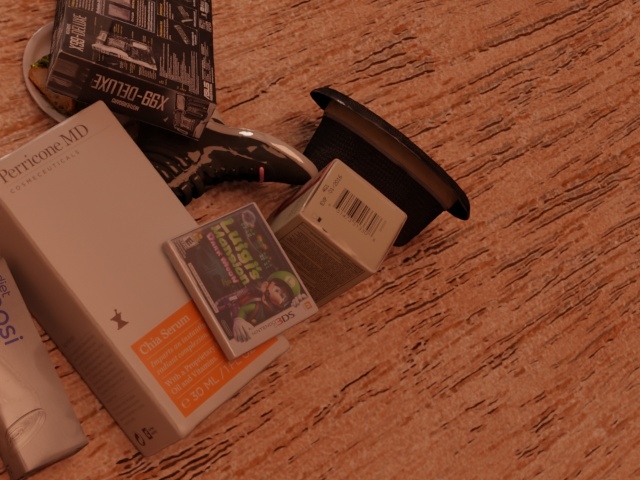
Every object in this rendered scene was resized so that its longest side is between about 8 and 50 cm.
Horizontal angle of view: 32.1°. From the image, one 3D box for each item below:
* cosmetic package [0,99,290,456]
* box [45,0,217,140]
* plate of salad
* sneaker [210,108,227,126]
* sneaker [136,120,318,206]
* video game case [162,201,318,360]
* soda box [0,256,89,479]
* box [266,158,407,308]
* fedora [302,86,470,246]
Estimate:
[{"bbox_3d":[-0.282,0.055,1.594,0.230,0.161,0.453,-39,91,-35],"label":"cosmetic package"},{"bbox_3d":[-0.287,-0.311,1.716,0.242,0.076,0.307,16,40,-23],"label":"box"},{"bbox_3d":[-0.365,-0.265,1.742,0.200,0.048,0.199,11,66,-25],"label":"plate of salad"},{"bbox_3d":[-0.196,-0.214,1.826,0.109,0.040,0.044,56,39,-3],"label":"sneaker"},{"bbox_3d":[-0.159,-0.104,1.740,0.296,0.104,0.147,18,66,0],"label":"sneaker"},{"bbox_3d":[-0.111,0.054,1.581,0.173,0.022,0.190,-27,83,-41],"label":"video game case"},{"bbox_3d":[-0.425,0.175,1.509,0.098,0.091,0.286,-22,82,-33],"label":"soda box"},{"bbox_3d":[0.000,0.000,1.726,0.149,0.232,0.127,39,57,-11],"label":"box"},{"bbox_3d":[0.082,-0.100,1.830,0.334,0.334,0.152,38,88,-11],"label":"fedora"}]
